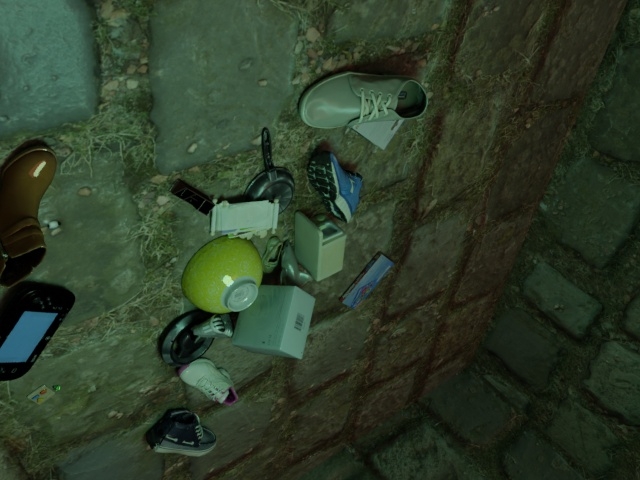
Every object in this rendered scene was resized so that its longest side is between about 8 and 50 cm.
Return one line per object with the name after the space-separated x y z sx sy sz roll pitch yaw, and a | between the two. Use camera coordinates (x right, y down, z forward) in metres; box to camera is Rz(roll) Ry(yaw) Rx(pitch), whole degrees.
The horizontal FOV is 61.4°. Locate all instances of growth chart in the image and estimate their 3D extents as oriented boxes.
-0.238 -0.068 1.709 0.237 0.021 0.172 -4 135 -27 | growth chart

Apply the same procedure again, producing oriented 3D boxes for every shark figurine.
-0.083 0.151 1.978 0.116 0.166 0.278 -3 131 4 | shark figurine

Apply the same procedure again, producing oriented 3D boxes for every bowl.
-0.295 0.142 1.782 0.289 0.156 0.290 -26 139 -26 | bowl

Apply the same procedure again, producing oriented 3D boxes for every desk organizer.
-0.366 -0.122 1.551 0.047 0.050 0.130 -51 144 4 | desk organizer

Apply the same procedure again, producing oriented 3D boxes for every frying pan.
-0.138 -0.196 1.722 0.197 0.053 0.326 -7 131 -42 | frying pan

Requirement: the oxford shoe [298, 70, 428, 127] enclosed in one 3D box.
0.149 -0.433 1.677 0.449 0.130 0.169 -11 125 -23 | oxford shoe

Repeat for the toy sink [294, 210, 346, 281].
0.000 0.000 1.952 0.131 0.153 0.234 -25 137 -28 | toy sink

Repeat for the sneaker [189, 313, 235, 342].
-0.381 0.308 1.863 0.132 0.086 0.229 -21 163 2 | sneaker

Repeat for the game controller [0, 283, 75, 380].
-0.798 0.252 1.449 0.319 0.067 0.166 -53 144 9 | game controller

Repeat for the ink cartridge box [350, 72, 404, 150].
0.210 -0.436 1.847 0.208 0.045 0.206 22 106 -50 | ink cartridge box

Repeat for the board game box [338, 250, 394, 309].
0.210 0.184 2.440 0.281 0.027 0.145 -51 142 4 | board game box

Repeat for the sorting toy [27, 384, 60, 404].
-0.840 0.465 1.648 0.083 0.012 0.062 -36 142 -15 | sorting toy

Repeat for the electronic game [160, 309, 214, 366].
-0.457 0.344 1.893 0.229 0.048 0.229 -32 139 -33 | electronic game

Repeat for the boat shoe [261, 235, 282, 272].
-0.169 0.059 1.921 0.056 0.048 0.153 -7 128 -41 | boat shoe

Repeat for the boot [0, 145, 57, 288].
-0.651 -0.054 1.182 0.283 0.220 0.109 -47 144 0 | boot

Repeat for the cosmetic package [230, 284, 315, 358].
-0.166 0.280 1.890 0.138 0.224 0.224 38 58 -48 | cosmetic package

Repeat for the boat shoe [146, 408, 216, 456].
-0.512 0.765 2.158 0.158 0.127 0.340 -48 144 13 | boat shoe

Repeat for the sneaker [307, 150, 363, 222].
0.062 -0.207 1.871 0.147 0.129 0.330 -53 149 -17 | sneaker

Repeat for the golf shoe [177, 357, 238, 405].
-0.414 0.539 2.044 0.115 0.140 0.306 -46 143 0 | golf shoe
